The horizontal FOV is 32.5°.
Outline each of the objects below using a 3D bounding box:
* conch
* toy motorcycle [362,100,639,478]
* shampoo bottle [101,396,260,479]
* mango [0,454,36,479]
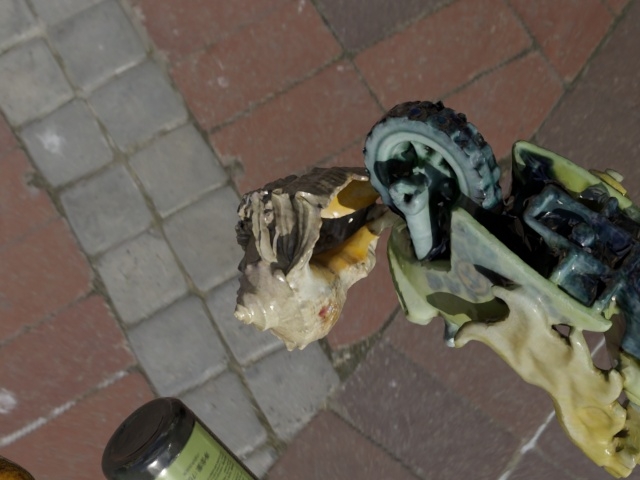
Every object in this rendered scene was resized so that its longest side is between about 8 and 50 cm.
[{"bbox_3d":[0.000,0.000,1.122,0.245,0.178,0.163,-33,83,-34],"label":"conch"},{"bbox_3d":[0.203,0.046,0.951,0.410,0.237,0.169,35,62,18],"label":"toy motorcycle"},{"bbox_3d":[-0.089,0.278,1.082,0.101,0.101,0.284,-44,114,-10],"label":"shampoo bottle"},{"bbox_3d":[-0.335,0.219,0.973,0.159,0.084,0.105,24,98,11],"label":"mango"}]
